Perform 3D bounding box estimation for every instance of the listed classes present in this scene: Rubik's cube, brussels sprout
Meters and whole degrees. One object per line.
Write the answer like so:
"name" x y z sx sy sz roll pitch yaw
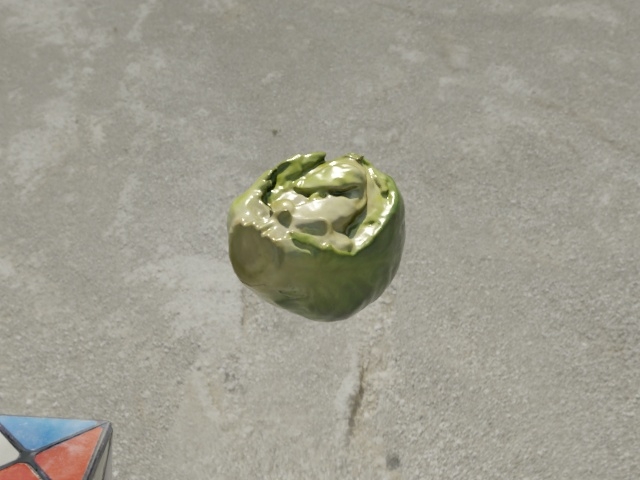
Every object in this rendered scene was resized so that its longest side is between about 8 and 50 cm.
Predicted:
"Rubik's cube" -0.629 0.591 1.125 0.305 0.310 0.307 8 18 -11
"brussels sprout" -0.001 0.005 0.488 0.183 0.145 0.131 -27 59 -30
